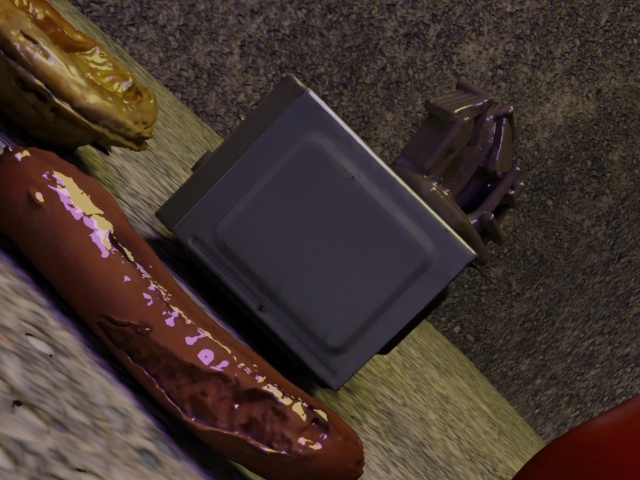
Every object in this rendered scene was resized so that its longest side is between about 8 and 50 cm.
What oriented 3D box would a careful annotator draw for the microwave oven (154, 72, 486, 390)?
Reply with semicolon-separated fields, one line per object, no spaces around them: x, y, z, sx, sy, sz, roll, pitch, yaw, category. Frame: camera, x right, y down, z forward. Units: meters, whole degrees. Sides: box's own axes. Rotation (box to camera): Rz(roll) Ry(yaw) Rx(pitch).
0.000;0.000;0.924;0.286;0.218;0.355;46;4;2;microwave oven

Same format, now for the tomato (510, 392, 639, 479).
0.200;0.220;0.376;0.298;0.298;0.226;43;6;-13;tomato

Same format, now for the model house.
0.184;-0.092;1.010;0.122;0.188;0.229;29;-5;31;model house

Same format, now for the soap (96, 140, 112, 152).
-0.291;-0.157;0.925;0.089;0.033;0.168;53;7;25;soap

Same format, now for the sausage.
-0.098;0.052;0.505;0.304;0.078;0.078;43;4;8;sausage

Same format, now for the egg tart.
-0.260;-0.159;0.774;0.241;0.106;0.241;42;8;-7;egg tart
